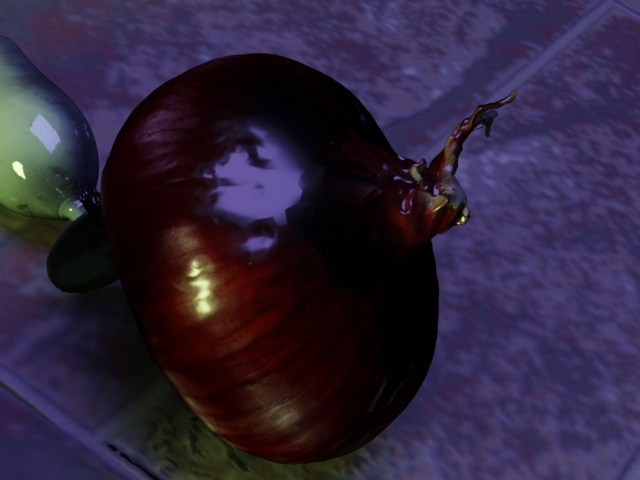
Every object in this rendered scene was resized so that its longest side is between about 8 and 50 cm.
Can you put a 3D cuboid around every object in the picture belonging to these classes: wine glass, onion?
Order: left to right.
[{"bbox_3d":[-0.205,-0.061,1.092,0.093,0.093,0.202,-11,48,-39],"label":"wine glass"},{"bbox_3d":[0.000,0.000,0.975,0.273,0.285,0.273,50,28,-40],"label":"onion"}]
